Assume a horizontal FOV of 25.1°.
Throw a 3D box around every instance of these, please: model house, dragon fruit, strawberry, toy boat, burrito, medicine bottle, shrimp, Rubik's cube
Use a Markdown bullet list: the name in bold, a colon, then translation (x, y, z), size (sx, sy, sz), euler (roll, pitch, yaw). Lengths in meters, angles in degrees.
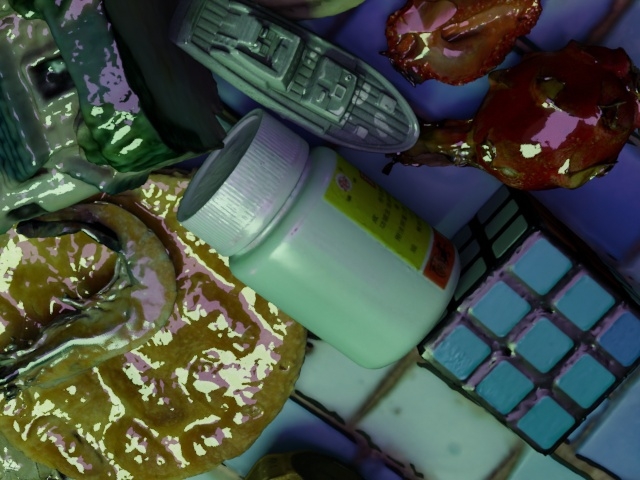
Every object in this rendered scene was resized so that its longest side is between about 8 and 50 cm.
- **model house**: translation (-0.261, -0.162, 1.183), size (0.284, 0.243, 0.298), euler (-20, 93, 16)
- **dragon fruit**: translation (0.170, -0.099, 1.285), size (0.246, 0.125, 0.125), euler (-9, 125, 19)
- **strawberry**: translation (0.125, -0.188, 1.280), size (0.152, 0.048, 0.104), euler (-23, 110, 10)
- **toy boat**: translation (-0.009, -0.135, 1.210), size (0.260, 0.085, 0.078), euler (26, 87, -37)
- **burrito**: translation (-0.322, 0.195, 1.403), size (0.058, 0.045, 0.188), euler (-44, 102, 9)
- **medicine bottle**: translation (0.000, 0.000, 1.245), size (0.225, 0.139, 0.139), euler (36, 104, -17)
- **shrimp**: translation (-0.238, 0.053, 1.278), size (0.219, 0.046, 0.152), euler (-32, 98, 4)
- **Rubik's cube**: translation (0.187, 0.067, 1.305), size (0.160, 0.163, 0.162), euler (39, 100, -12)

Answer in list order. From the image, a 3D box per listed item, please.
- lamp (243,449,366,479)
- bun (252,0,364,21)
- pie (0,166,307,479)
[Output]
- **lamp**: translation (-0.027, 0.304, 1.384), size (0.161, 0.161, 0.185), euler (26, 103, -8)
- **bun**: translation (-0.015, -0.292, 1.212), size (0.222, 0.127, 0.222), euler (6, 110, 16)
- **pie**: translation (-0.173, 0.081, 1.352), size (0.339, 0.083, 0.340), euler (0, 105, 0)
